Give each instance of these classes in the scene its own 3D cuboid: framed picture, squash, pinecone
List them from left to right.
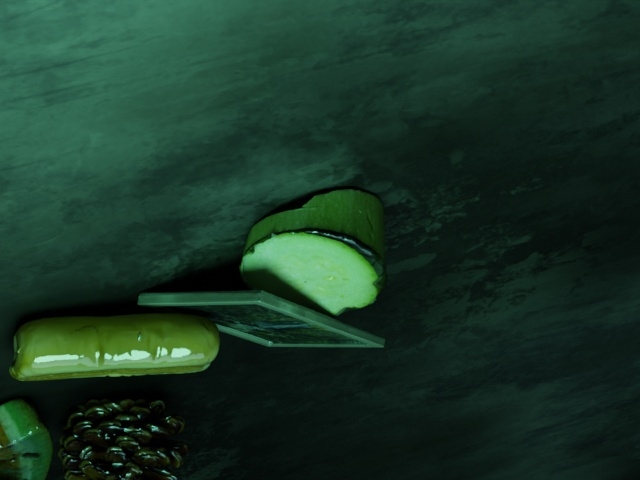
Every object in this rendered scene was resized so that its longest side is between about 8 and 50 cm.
[{"bbox_3d":[-0.326,0.365,2.368,0.221,0.221,0.221,-14,150,-8],"label":"pinecone"},{"bbox_3d":[-0.085,0.122,2.172,0.241,0.020,0.324,-3,163,35],"label":"framed picture"},{"bbox_3d":[-0.011,0.008,2.081,0.220,0.133,0.220,0,148,0],"label":"squash"}]

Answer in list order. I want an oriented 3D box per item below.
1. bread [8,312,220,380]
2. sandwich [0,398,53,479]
[{"bbox_3d":[-0.302,0.154,2.107,0.305,0.091,0.142,-1,162,-13],"label":"bread"},{"bbox_3d":[-0.569,0.378,2.289,0.301,0.162,0.250,-6,144,-28],"label":"sandwich"}]
